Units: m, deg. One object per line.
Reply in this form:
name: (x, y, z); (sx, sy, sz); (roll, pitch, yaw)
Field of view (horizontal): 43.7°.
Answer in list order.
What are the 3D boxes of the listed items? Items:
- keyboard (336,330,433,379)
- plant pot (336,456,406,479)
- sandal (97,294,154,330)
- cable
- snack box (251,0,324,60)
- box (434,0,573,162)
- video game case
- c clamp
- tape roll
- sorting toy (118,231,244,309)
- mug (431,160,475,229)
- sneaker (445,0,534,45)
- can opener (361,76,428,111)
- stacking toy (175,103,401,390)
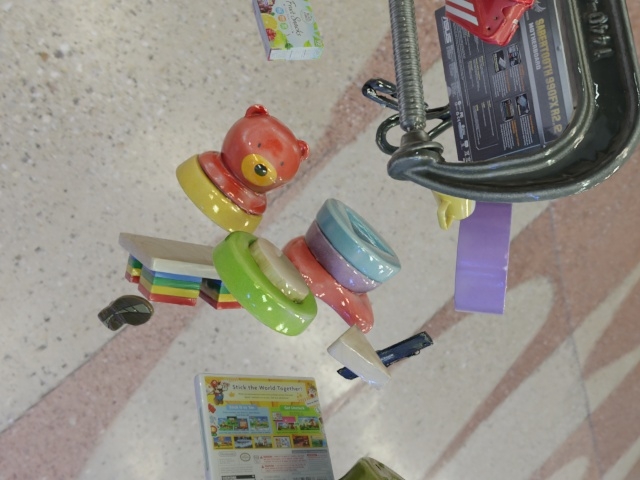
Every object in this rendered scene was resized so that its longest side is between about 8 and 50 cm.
keyboard: (0.126, 0.221, 1.578); (0.192, 0.038, 0.100); (-24, 150, 9)
plant pot: (0.043, 0.519, 1.148); (0.353, 0.366, 0.366); (-51, 141, -2)
sandal: (-0.405, 0.145, 1.674); (0.072, 0.180, 0.049); (54, 47, -13)
cable: (0.224, -0.208, 1.238); (0.287, 0.139, 0.072); (-39, -174, 9)
snack box: (-0.060, -0.387, 1.435); (0.100, 0.141, 0.037); (-6, 151, -19)
box: (0.243, -0.211, 1.004); (0.056, 0.183, 0.230); (-5, 83, -40)
video game case: (-0.087, 0.316, 1.281); (0.227, 0.206, 0.026); (9, 146, -34)
c clamp: (0.053, -0.083, 0.323); (0.137, 0.160, 0.022); (-13, 157, 11)
tape roll: (0.267, 0.026, 1.304); (0.189, 0.080, 0.188); (5, 90, -77)
sorting toy: (-0.243, 0.067, 1.542); (0.256, 0.257, 0.089); (10, 96, -28)
mug: (0.168, -0.055, 1.032); (0.078, 0.062, 0.064); (-34, 139, -13)
sneaker: (0.228, -0.266, 0.826); (0.087, 0.221, 0.128); (1, 92, -47)
can opener: (0.175, -0.328, 1.863); (0.186, 0.073, 0.059); (22, 100, -32)
stacking toy: (0.000, 0.000, 0.925); (0.309, 0.279, 0.130); (36, 107, -32)
